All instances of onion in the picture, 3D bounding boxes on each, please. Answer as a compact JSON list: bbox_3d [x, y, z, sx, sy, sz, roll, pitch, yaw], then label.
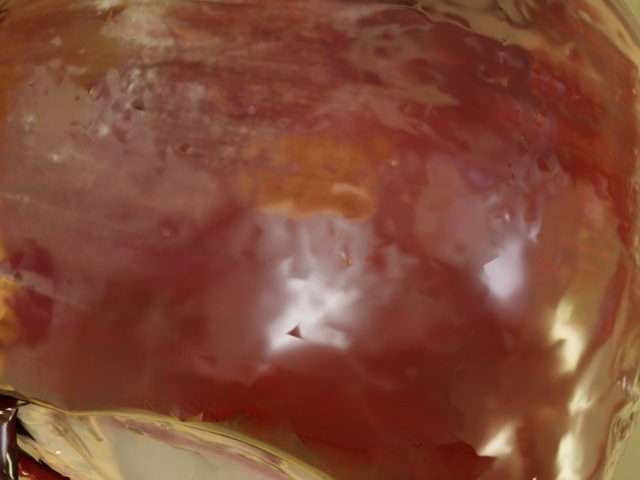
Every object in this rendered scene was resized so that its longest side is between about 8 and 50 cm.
[{"bbox_3d":[-0.014,-0.011,0.746,0.341,0.341,0.341,4,150,2],"label":"onion"}]
